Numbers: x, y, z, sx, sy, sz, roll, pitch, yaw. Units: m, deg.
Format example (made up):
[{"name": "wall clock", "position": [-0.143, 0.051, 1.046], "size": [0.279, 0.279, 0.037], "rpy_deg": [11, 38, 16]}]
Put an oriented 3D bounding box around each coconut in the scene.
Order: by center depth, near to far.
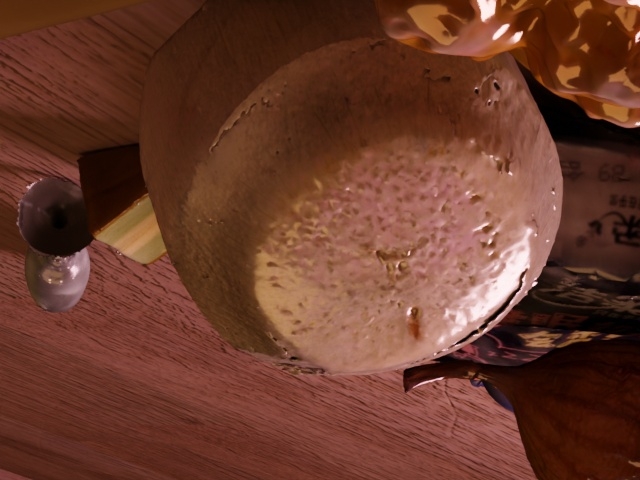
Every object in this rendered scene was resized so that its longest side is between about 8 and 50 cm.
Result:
[{"name": "coconut", "position": [0.014, -0.052, 0.778], "size": [0.224, 0.234, 0.224], "rpy_deg": [-3, 121, -5]}]

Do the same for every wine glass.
[{"name": "wine glass", "position": [-0.240, 0.016, 1.341], "size": [0.074, 0.074, 0.262], "rpy_deg": [14, 162, -6]}]

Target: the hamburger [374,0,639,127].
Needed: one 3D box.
[{"name": "hamburger", "position": [0.127, -0.130, 0.579], "size": [0.237, 0.149, 0.237], "rpy_deg": [10, 160, 4]}]

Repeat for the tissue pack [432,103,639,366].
[{"name": "tissue pack", "position": [0.181, 0.014, 1.011], "size": [0.245, 0.123, 0.332], "rpy_deg": [7, 165, -4]}]

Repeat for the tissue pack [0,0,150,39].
[{"name": "tissue pack", "position": [-0.115, -0.163, 0.638], "size": [0.222, 0.090, 0.186], "rpy_deg": [-10, 165, 13]}]

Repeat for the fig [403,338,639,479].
[{"name": "fig", "position": [0.159, 0.112, 0.959], "size": [0.201, 0.134, 0.146], "rpy_deg": [20, 141, 17]}]

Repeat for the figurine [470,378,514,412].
[{"name": "figurine", "position": [0.171, 0.096, 1.279], "size": [0.111, 0.102, 0.195], "rpy_deg": [40, -178, 32]}]

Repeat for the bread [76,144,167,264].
[{"name": "bread", "position": [-0.114, -0.057, 1.141], "size": [0.139, 0.084, 0.074], "rpy_deg": [-36, 138, 23]}]
